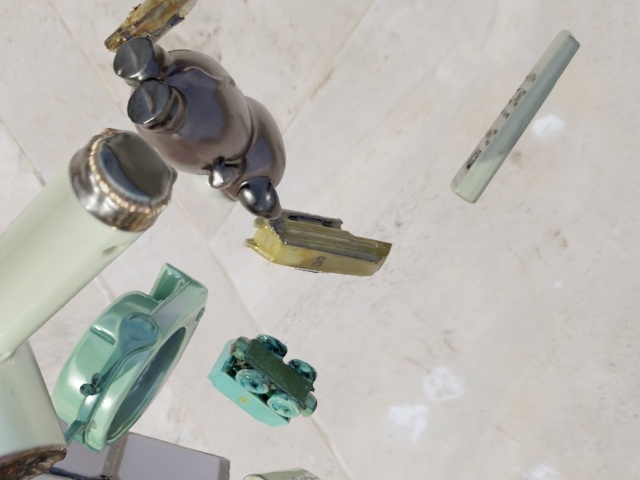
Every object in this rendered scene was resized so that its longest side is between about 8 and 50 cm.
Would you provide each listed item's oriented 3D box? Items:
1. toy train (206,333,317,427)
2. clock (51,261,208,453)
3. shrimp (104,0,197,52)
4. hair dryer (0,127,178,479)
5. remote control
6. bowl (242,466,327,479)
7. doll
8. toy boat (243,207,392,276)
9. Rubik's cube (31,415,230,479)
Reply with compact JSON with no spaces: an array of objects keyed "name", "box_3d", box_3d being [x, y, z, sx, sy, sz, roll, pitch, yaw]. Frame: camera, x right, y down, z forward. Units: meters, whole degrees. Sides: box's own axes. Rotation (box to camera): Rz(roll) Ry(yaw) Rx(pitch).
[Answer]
[{"name":"toy train","box_3d":[-0.102,0.248,1.762,0.198,0.154,0.107,41,53,-20]},{"name":"clock","box_3d":[-0.186,0.117,0.914,0.066,0.211,0.159,32,111,6]},{"name":"shrimp","box_3d":[-0.202,-0.253,1.153,0.045,0.095,0.162,54,53,-11]},{"name":"hair dryer","box_3d":[-0.199,0.030,0.635,0.128,0.362,0.203,-8,67,-48]},{"name":"remote control","box_3d":[0.285,-0.185,1.460,0.038,0.123,0.285,32,104,-4]},{"name":"bowl","box_3d":[-0.027,0.472,1.614,0.126,0.238,0.238,-18,84,-31]},{"name":"doll","box_3d":[-0.121,-0.120,1.070,0.117,0.257,0.182,-24,66,13]},{"name":"toy boat","box_3d":[0.000,0.000,1.431,0.226,0.068,0.088,9,44,-24]},{"name":"Rubik's cube","box_3d":[-0.298,0.421,1.186,0.316,0.313,0.318,17,105,-9]}]
